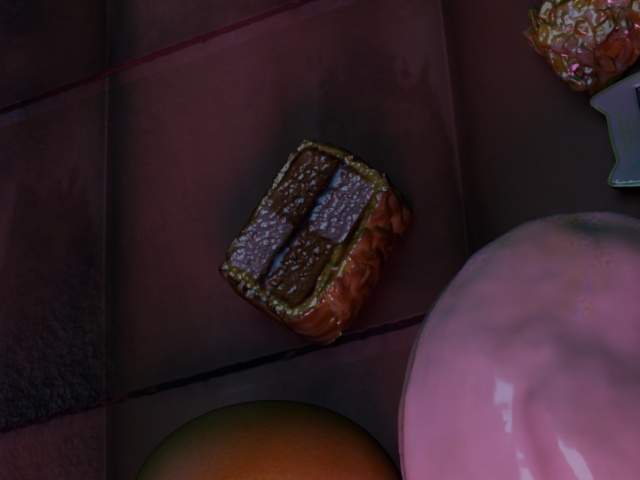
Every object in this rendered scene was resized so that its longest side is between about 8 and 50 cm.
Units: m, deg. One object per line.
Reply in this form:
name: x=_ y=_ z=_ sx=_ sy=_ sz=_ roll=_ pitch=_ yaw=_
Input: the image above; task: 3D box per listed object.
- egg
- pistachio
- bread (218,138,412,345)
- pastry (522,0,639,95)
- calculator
egg: x=-0.057 y=0.290 z=1.543 sx=0.322 sy=0.250 sz=0.250 roll=-2 pitch=65 yaw=39
pistachio: x=0.256 y=0.187 z=1.398 sx=0.365 sy=0.281 sz=0.445 roll=1 pitch=72 yaw=1
bread: x=0.000 y=0.000 z=1.750 sx=0.181 sy=0.096 sz=0.222 roll=25 pitch=78 yaw=36
pastry: x=0.351 y=-0.281 z=1.684 sx=0.250 sy=0.102 sz=0.154 roll=-38 pitch=57 yaw=10
calculator: x=0.420 y=-0.135 z=1.619 sx=0.236 sy=0.033 sz=0.157 roll=-16 pitch=59 yaw=19
